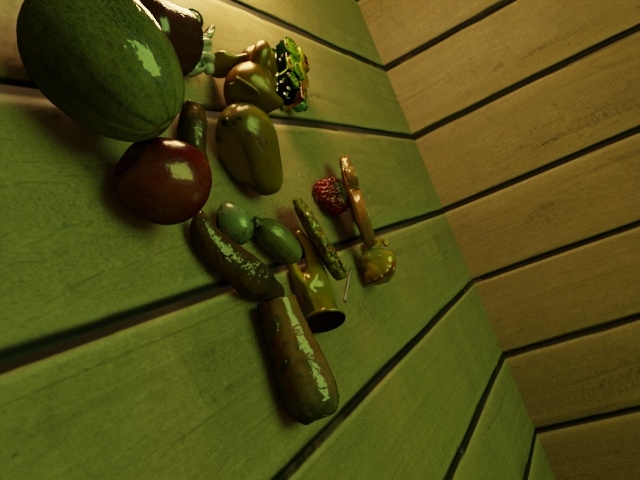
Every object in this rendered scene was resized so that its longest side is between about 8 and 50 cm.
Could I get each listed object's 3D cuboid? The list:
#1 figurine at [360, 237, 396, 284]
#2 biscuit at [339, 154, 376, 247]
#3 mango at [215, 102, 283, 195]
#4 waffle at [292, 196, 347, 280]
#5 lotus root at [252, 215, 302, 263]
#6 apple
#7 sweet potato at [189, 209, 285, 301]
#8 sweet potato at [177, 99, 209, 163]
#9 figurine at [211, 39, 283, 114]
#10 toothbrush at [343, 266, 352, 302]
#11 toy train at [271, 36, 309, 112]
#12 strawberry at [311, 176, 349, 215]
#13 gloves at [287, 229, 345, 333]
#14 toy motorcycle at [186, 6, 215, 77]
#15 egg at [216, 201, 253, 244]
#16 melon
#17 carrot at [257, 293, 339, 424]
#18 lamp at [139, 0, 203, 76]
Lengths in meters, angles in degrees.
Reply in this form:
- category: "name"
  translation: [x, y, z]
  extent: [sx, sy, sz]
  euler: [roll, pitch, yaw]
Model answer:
- category: "figurine"
  translation: [0.201, 0.067, 2.076]
  extent: [0.156, 0.131, 0.246]
  euler: [47, 18, -28]
- category: "biscuit"
  translation: [0.126, -0.131, 2.068]
  extent: [0.275, 0.052, 0.355]
  euler: [70, 5, -55]
- category: "mango"
  translation: [-0.179, -0.235, 1.557]
  extent: [0.167, 0.130, 0.262]
  euler: [-38, 120, -41]
- category: "waffle"
  translation: [-0.002, 0.001, 1.715]
  extent: [0.291, 0.051, 0.291]
  euler: [59, -3, 5]
- category: "lotus root"
  translation: [-0.117, -0.005, 1.547]
  extent: [0.183, 0.090, 0.077]
  euler: [46, 60, -33]
- category: "apple"
  translation: [-0.311, -0.122, 1.173]
  extent: [0.168, 0.181, 0.181]
  euler: [36, 39, -38]
- category: "sweet potato"
  translation: [-0.177, 0.068, 1.369]
  extent: [0.341, 0.092, 0.114]
  euler: [46, 16, -38]
- category: "sweet potato"
  translation: [-0.302, -0.239, 1.395]
  extent: [0.077, 0.077, 0.244]
  euler: [32, 42, -50]
- category: "figurine"
  translation: [-0.198, -0.441, 1.639]
  extent: [0.215, 0.215, 0.228]
  euler: [24, 37, -55]
- category: "toothbrush"
  translation: [0.092, 0.143, 1.914]
  extent: [0.014, 0.011, 0.167]
  euler: [59, 26, -28]
- category: "toy train"
  translation: [-0.099, -0.564, 2.030]
  extent: [0.160, 0.100, 0.296]
  euler: [39, 37, -47]
- category: "strawberry"
  translation: [0.041, -0.152, 1.979]
  extent: [0.145, 0.086, 0.145]
  euler: [45, 33, -41]
- category: "gloves"
  translation: [-0.023, 0.103, 1.656]
  extent: [0.133, 0.116, 0.295]
  euler: [78, -4, -57]
- category: "toy motorcycle"
  translation: [-0.332, -0.505, 1.549]
  extent: [0.151, 0.074, 0.229]
  euler: [38, 48, -32]
- category: "egg"
  translation: [-0.207, -0.041, 1.408]
  extent: [0.110, 0.085, 0.085]
  euler: [57, 26, -2]
- category: "melon"
  translation: [-0.395, -0.328, 1.078]
  extent: [0.329, 0.248, 0.248]
  euler: [48, 27, 1]
- category: "carrot"
  translation: [-0.052, 0.277, 1.390]
  extent: [0.138, 0.138, 0.302]
  euler: [6, 64, -61]
- category: "lamp"
  translation: [-0.375, -0.464, 1.353]
  extent: [0.258, 0.180, 0.180]
  euler: [-15, 83, -66]
